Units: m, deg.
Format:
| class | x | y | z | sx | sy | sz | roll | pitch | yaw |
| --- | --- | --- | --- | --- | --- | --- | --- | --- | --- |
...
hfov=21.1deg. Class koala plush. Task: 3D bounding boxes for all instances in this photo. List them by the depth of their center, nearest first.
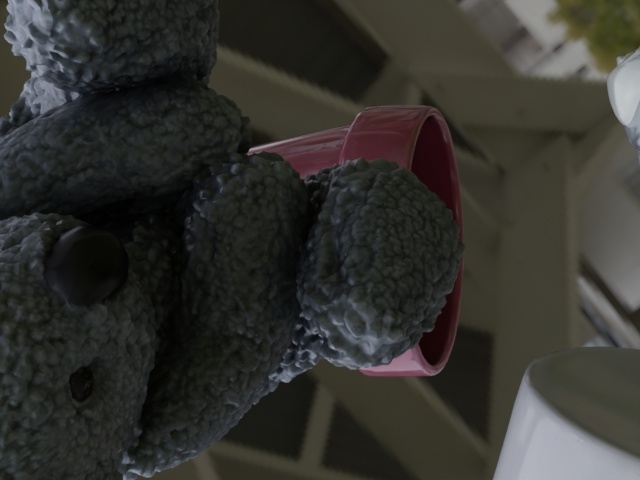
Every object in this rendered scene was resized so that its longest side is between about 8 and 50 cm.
| class | x | y | z | sx | sy | sz | roll | pitch | yaw |
| --- | --- | --- | --- | --- | --- | --- | --- | --- | --- |
| koala plush | -0.098 | 0.036 | 0.616 | 0.196 | 0.203 | 0.221 | 45 | -143 | -3 |

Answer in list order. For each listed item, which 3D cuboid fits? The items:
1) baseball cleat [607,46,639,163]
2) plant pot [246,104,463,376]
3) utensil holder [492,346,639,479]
| class | x | y | z | sx | sy | sz | roll | pitch | yaw |
| --- | --- | --- | --- | --- | --- | --- | --- | --- | --- |
| baseball cleat | 0.223 | -0.081 | 0.800 | 0.072 | 0.206 | 0.109 | -13 | -101 | -34 |
| plant pot | 0.000 | 0.000 | 1.276 | 0.201 | 0.180 | 0.201 | 0 | -90 | -73 |
| utensil holder | 0.249 | 0.307 | 1.253 | 0.327 | 0.386 | 0.327 | 11 | -167 | -3 |
